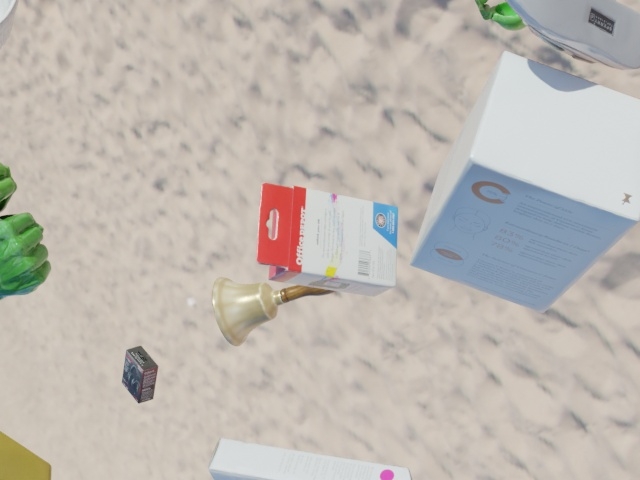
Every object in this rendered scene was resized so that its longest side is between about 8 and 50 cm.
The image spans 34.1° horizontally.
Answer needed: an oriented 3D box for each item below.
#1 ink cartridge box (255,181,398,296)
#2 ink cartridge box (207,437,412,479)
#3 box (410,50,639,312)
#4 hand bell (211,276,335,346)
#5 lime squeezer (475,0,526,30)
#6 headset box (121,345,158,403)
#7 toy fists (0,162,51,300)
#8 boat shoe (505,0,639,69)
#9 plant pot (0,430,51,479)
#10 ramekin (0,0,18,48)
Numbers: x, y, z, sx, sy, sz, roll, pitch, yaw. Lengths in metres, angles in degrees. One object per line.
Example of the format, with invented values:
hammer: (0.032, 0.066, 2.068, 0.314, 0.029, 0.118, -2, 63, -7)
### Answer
ink cartridge box: (0.000, 0.000, 1.596, 0.078, 0.231, 0.134, 150, 127, -61)
ink cartridge box: (0.034, 0.379, 1.505, 0.370, 0.069, 0.176, 7, 141, 20)
box: (0.274, -0.063, 1.394, 0.215, 0.168, 0.345, 20, 157, 0)
hand bell: (-0.051, 0.093, 1.803, 0.126, 0.242, 0.126, -16, -90, -73)
lime squeezer: (0.248, -0.351, 1.438, 0.110, 0.310, 0.059, 125, 162, -48)
headset box: (-0.309, 0.226, 1.789, 0.062, 0.032, 0.083, 41, 131, 37)
toy fists: (-0.545, -0.037, 1.736, 0.142, 0.096, 0.279, -25, 94, 41)
boat shoe: (0.288, -0.278, 1.255, 0.088, 0.267, 0.096, 9, 85, 54)
plant pot: (-0.569, 0.430, 1.724, 0.212, 0.187, 0.212, 41, 132, -22)
ramekin: (-0.555, -0.354, 1.560, 0.207, 0.207, 0.109, 63, 157, 16)
